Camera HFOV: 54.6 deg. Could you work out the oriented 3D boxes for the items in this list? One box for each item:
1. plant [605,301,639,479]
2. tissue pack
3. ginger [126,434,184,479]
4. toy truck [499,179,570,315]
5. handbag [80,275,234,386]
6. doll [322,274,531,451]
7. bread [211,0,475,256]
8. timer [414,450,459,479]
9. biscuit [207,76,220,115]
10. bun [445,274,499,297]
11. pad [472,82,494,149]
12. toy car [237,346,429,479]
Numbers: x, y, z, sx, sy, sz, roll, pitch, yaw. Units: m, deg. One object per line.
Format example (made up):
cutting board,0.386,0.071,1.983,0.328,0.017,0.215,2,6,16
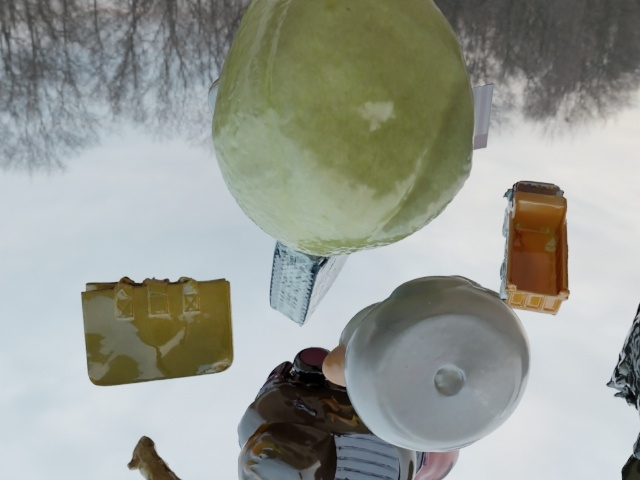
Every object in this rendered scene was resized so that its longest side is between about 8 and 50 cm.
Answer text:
plant,0.485,0.207,0.792,0.198,0.276,0.188,5,-178,4
tissue pack,0.000,0.000,1.127,0.103,0.316,0.228,31,-115,9
ginger,-0.349,0.568,1.447,0.298,0.065,0.118,33,-147,34
toy truck,0.375,0.010,1.097,0.114,0.135,0.271,8,-131,10
handbag,-0.447,0.237,1.728,0.400,0.283,0.133,-3,-168,-13
doll,0.126,0.144,0.777,0.250,0.221,0.221,-15,-159,0
bread,0.020,-0.140,0.705,0.320,0.321,0.237,-13,178,-40
timer,0.130,0.476,1.450,0.377,0.378,0.279,-10,-118,-34
biscuit,-0.178,-0.329,1.500,0.208,0.181,0.049,-18,-145,27
bun,0.302,0.204,1.306,0.204,0.282,0.281,-4,-159,-11
pad,0.264,-0.268,1.494,0.299,0.202,0.005,-11,-130,0
toy car,0.018,0.361,1.076,0.340,0.272,0.240,7,-154,11
